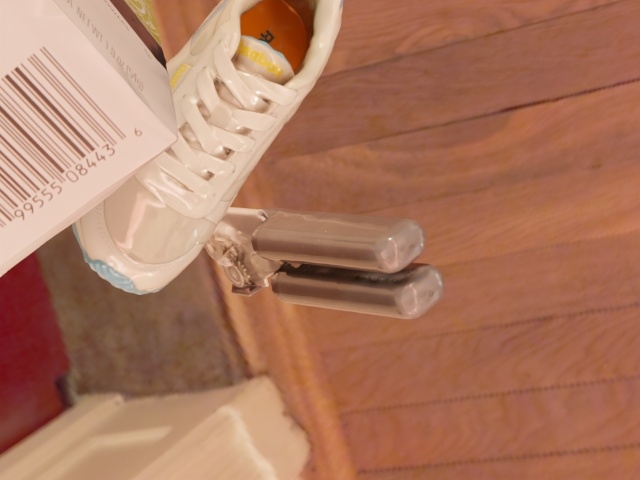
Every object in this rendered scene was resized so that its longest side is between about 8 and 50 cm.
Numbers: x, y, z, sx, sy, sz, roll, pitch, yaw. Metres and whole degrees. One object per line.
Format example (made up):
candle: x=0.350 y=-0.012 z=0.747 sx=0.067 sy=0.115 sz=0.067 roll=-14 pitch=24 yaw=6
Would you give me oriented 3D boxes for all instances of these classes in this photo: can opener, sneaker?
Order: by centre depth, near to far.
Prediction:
sneaker: x=-0.064 y=-0.072 z=0.782 sx=0.087 sy=0.228 sz=0.092 roll=35 pitch=152 yaw=-14
can opener: x=0.000 y=0.000 z=1.047 sx=0.283 sy=0.095 sz=0.076 roll=5 pitch=125 yaw=53

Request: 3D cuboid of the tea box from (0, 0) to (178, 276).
tea box: x=-0.274 y=-0.094 z=0.695 sx=0.329 sy=0.323 sz=0.220 roll=-35 pitch=120 yaw=9
